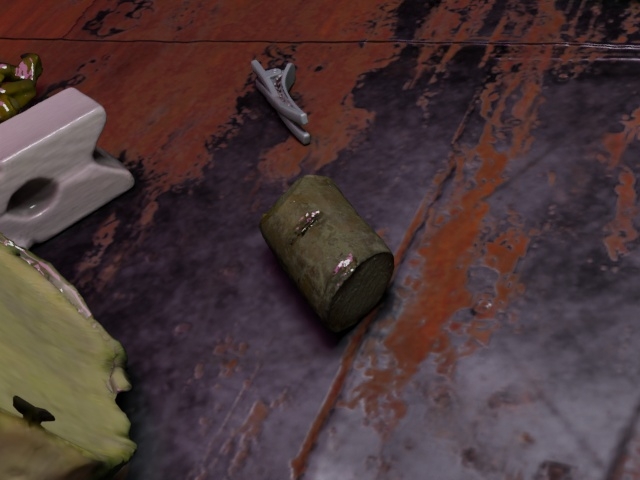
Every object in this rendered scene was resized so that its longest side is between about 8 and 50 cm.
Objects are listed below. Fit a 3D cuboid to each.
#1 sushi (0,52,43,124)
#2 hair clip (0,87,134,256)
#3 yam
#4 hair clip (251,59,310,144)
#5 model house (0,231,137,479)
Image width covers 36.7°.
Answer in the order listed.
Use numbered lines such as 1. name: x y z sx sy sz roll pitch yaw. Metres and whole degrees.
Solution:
1. sushi: -0.389 -0.166 0.934 0.179 0.167 0.296 -29 30 21
2. hair clip: -0.311 -0.007 0.768 0.331 0.101 0.085 -36 40 -22
3. yam: 0.000 0.000 0.672 0.070 0.069 0.146 -26 43 -10
4. hair clip: -0.026 -0.126 0.848 0.039 0.030 0.115 -22 41 -6
5. model house: -0.292 0.114 0.565 0.266 0.261 0.321 -51 28 1
